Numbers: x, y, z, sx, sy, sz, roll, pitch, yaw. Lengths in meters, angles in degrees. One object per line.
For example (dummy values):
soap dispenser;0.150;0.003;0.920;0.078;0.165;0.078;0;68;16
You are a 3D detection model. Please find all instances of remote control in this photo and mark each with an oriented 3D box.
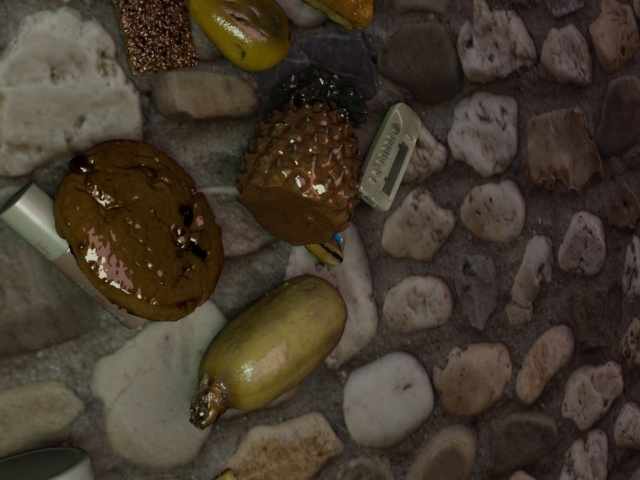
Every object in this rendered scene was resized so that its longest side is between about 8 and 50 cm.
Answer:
remote control;0.137;-0.173;1.492;0.090;0.049;0.230;38;64;-31

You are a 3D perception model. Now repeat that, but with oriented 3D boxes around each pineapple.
pineapple;-0.010;-0.184;1.293;0.223;0.223;0.357;37;54;-31

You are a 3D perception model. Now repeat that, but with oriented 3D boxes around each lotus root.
lotus root;-0.093;0.178;1.203;0.343;0.169;0.151;-35;102;-34

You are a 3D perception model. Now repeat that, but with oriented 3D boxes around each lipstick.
lipstick;-0.348;0.026;1.070;0.254;0.070;0.070;48;59;-26

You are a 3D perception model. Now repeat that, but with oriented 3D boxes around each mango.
mango;-0.138;-0.373;1.256;0.195;0.098;0.137;23;76;-31

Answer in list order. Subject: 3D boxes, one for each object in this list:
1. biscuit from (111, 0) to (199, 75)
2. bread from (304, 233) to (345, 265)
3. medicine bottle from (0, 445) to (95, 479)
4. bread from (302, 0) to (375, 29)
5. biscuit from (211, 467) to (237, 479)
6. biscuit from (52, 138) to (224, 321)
biscuit;-0.278;-0.388;1.189;0.131;0.025;0.230;-20;99;-39
bread;0.000;0.000;1.369;0.106;0.053;0.072;40;40;-32
medicine bottle;-0.356;0.460;0.942;0.208;0.208;0.339;-13;95;-39
bread;0.018;-0.493;1.402;0.211;0.083;0.113;20;70;-38
biscuit;-0.165;0.497;1.217;0.144;0.016;0.203;-29;104;-37
biscuit;-0.255;-0.020;1.096;0.296;0.075;0.295;33;45;-41
